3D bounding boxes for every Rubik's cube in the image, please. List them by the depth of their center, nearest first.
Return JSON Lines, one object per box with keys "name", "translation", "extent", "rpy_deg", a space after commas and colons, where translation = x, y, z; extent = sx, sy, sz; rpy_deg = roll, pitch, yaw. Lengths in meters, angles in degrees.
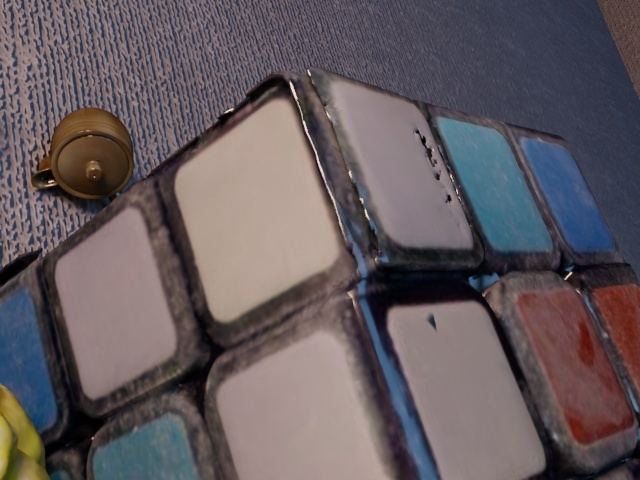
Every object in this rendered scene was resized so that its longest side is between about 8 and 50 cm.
{"name": "Rubik's cube", "translation": [0.022, 0.143, 0.554], "extent": [0.363, 0.362, 0.359], "rpy_deg": [4, 59, -50]}

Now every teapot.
{"name": "teapot", "translation": [-0.192, -0.055, 0.710], "extent": [0.080, 0.085, 0.110], "rpy_deg": [-111, -179, -51]}

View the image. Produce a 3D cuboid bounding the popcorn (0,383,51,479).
{"name": "popcorn", "translation": [-0.243, 0.136, 0.370], "extent": [0.259, 0.212, 0.259], "rpy_deg": [30, 36, -25]}
